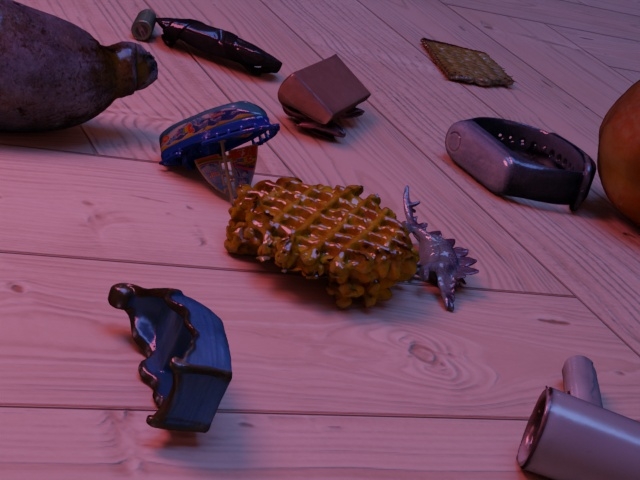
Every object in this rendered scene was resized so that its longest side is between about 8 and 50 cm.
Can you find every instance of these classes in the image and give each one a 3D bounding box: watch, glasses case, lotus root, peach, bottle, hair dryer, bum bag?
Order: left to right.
[{"bbox_3d":[-0.330,-0.183,1.501,0.322,0.140,0.158,10,-2,-33],"label":"lotus root"},{"bbox_3d":[-0.252,-0.311,1.984,0.030,0.030,0.083,15,22,-7],"label":"bottle"},{"bbox_3d":[-0.149,-0.276,1.964,0.198,0.049,0.087,21,1,8],"label":"bum bag"},{"bbox_3d":[0.005,-0.179,1.845,0.102,0.070,0.193,48,23,0],"label":"glasses case"},{"bbox_3d":[0.280,-0.108,1.867,0.193,0.068,0.206,0,26,-35],"label":"watch"},{"bbox_3d":[0.246,0.161,1.239,0.131,0.073,0.236,20,13,1],"label":"hair dryer"},{"bbox_3d":[0.477,-0.107,1.802,0.232,0.232,0.256,11,24,-16],"label":"peach"}]

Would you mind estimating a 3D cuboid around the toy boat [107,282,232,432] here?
[{"bbox_3d":[-0.126,0.083,1.102,0.077,0.075,0.185,19,18,-19],"label":"toy boat"}]

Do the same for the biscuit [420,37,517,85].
[{"bbox_3d":[0.253,-0.299,2.354,0.144,0.016,0.203,11,23,-17],"label":"biscuit"}]

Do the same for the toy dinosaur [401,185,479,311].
[{"bbox_3d":[0.121,0.010,1.500,0.082,0.039,0.209,12,34,-23],"label":"toy dinosaur"}]

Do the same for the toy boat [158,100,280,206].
[{"bbox_3d":[-0.100,-0.090,1.513,0.091,0.110,0.175,-4,-11,-45],"label":"toy boat"}]

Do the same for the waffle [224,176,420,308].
[{"bbox_3d":[0.000,0.000,1.405,0.197,0.070,0.193,-4,31,-37],"label":"waffle"}]
